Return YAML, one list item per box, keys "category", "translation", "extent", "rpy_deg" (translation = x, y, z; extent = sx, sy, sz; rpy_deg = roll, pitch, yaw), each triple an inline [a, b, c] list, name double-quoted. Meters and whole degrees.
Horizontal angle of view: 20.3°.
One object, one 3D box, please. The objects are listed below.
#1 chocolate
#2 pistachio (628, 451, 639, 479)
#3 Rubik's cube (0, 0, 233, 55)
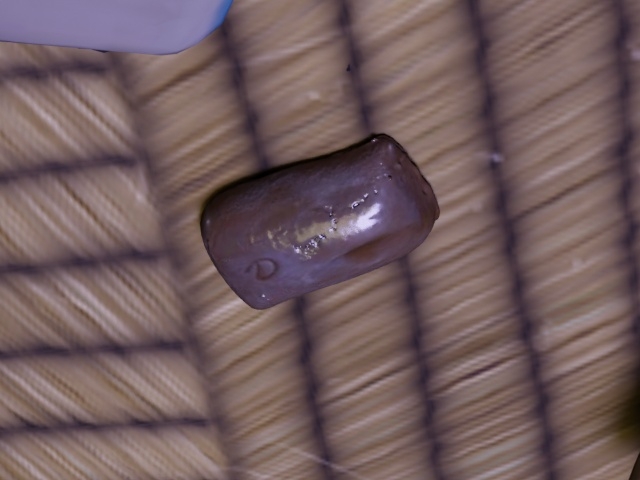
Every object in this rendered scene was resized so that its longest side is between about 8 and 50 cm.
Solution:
- category: "chocolate"
  translation: [0.000, 0.000, 0.750]
  extent: [0.100, 0.031, 0.064]
  rpy_deg: [-18, 131, 16]
- category: "pistachio"
  translation: [0.209, 0.084, 0.758]
  extent: [0.124, 0.124, 0.185]
  rpy_deg: [38, 129, -25]
- category: "Rubik's cube"
  translation: [-0.148, -0.253, 0.241]
  extent: [0.346, 0.347, 0.344]
  rpy_deg: [2, 162, -14]
